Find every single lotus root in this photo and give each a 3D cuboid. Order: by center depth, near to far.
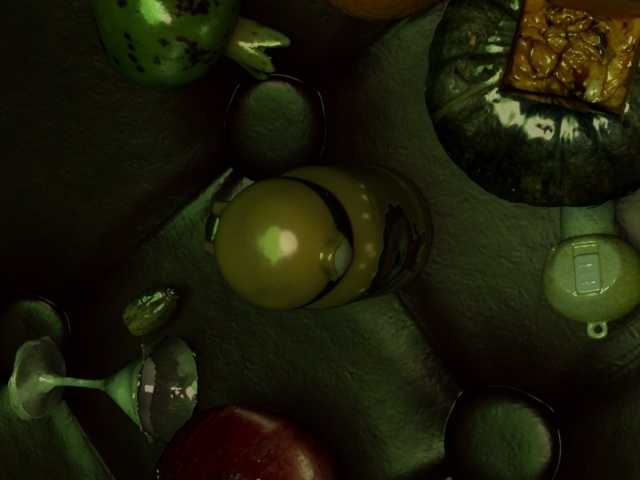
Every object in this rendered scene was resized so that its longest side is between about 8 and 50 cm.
[{"bbox_3d":[-0.229,0.093,1.511,0.099,0.049,0.054,-36,72,20],"label":"lotus root"}]

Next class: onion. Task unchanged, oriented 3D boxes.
[{"bbox_3d":[-0.084,0.335,1.375,0.276,0.276,0.276,1,94,21],"label":"onion"}]

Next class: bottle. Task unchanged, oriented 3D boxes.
[{"bbox_3d":[0.000,0.000,1.253,0.171,0.351,0.172,2,95,21],"label":"bottle"}]

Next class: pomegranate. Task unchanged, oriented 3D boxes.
[{"bbox_3d":[-0.171,-0.286,1.402,0.263,0.211,0.211,22,105,-23],"label":"pomegranate"}]

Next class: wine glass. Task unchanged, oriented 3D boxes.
[{"bbox_3d":[-0.300,0.197,1.502,0.232,0.156,0.156,1,94,26],"label":"wine glass"}]

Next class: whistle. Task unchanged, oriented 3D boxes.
[{"bbox_3d":[0.316,0.007,1.278,0.122,0.123,0.223,-8,70,22],"label":"whistle"}]

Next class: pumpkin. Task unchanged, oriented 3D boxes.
[{"bbox_3d":[0.270,-0.186,1.201,0.320,0.192,0.320,0,87,6],"label":"pumpkin"}]

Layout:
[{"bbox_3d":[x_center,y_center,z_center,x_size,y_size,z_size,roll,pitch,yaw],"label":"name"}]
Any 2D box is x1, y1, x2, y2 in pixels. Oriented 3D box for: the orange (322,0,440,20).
[{"bbox_3d":[0.076,-0.387,1.257,0.264,0.264,0.264,1,94,21],"label":"orange"}]
